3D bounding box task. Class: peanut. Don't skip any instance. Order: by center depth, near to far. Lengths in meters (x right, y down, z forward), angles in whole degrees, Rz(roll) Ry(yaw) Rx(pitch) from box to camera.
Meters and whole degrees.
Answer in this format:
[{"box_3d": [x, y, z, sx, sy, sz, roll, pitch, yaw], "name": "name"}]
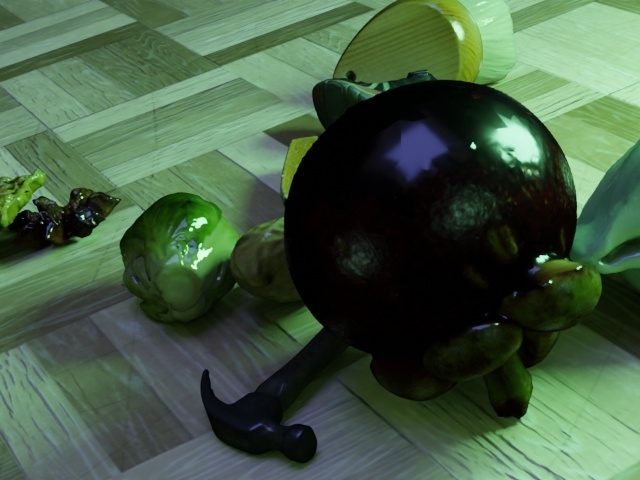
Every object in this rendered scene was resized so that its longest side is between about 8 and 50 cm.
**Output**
[{"box_3d": [0.000, 0.000, 1.518, 0.233, 0.110, 0.196, -32, -2, -28], "name": "peanut"}]

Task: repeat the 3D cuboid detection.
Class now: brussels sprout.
[{"box_3d": [-0.168, 0.016, 1.574, 0.145, 0.131, 0.183, -30, 28, -21], "name": "brussels sprout"}]

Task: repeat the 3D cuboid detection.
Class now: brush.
[{"box_3d": [0.154, -0.293, 2.011, 0.266, 0.174, 0.166, -11, 10, 37], "name": "brush"}]

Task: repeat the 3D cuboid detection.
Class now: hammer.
[{"box_3d": [0.038, 0.095, 1.445, 0.168, 0.044, 0.440, 12, 36, 35], "name": "hammer"}]

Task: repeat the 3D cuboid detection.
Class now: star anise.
[{"box_3d": [-0.363, -0.031, 1.825, 0.167, 0.057, 0.168, -11, 17, 3], "name": "star anise"}]

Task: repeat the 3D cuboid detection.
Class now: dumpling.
[{"box_3d": [0.418, -0.021, 1.366, 0.320, 0.270, 0.212, 15, 54, 1], "name": "dumpling"}]

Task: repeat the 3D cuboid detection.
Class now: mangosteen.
[{"box_3d": [0.125, 0.013, 1.288, 0.306, 0.307, 0.347, -22, 71, -18], "name": "mangosteen"}]

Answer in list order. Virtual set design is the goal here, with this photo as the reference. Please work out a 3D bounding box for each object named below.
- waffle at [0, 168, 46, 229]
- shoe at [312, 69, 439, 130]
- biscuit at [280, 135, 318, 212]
[{"box_3d": [-0.518, -0.023, 1.835, 0.245, 0.052, 0.254, -13, 23, 28], "name": "waffle"}, {"box_3d": [0.112, -0.198, 1.880, 0.291, 0.114, 0.137, 17, 44, 38], "name": "shoe"}, {"box_3d": [-0.023, -0.081, 1.780, 0.052, 0.056, 0.188, -9, 29, 10], "name": "biscuit"}]
